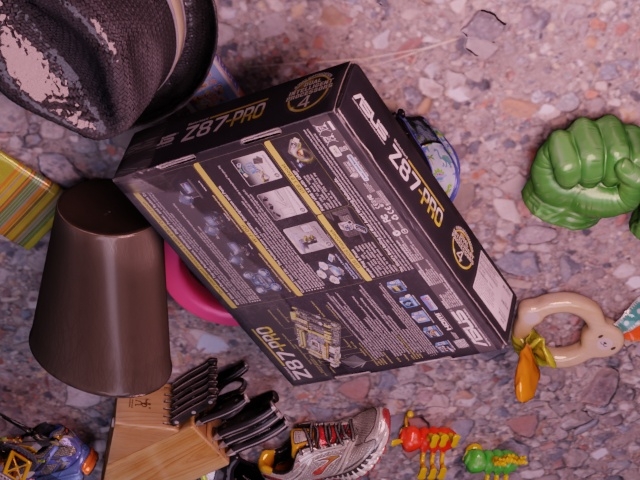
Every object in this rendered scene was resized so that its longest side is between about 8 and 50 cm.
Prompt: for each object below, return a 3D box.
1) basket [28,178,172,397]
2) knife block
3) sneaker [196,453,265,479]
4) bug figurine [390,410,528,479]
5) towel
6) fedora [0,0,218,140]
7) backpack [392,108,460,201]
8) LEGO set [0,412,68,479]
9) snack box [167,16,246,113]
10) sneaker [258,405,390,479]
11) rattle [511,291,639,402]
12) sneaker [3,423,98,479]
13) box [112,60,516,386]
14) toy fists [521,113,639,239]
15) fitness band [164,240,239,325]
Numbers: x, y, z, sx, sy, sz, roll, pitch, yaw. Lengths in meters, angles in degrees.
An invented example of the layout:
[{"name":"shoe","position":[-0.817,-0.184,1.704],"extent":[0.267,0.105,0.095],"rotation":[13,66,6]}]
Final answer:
[{"name":"basket","position":[-0.269,0.051,1.846],"extent":[0.204,0.154,0.227],"rotation":[27,127,26]},{"name":"knife block","position":[-0.178,0.282,2.089],"extent":[0.242,0.088,0.276],"rotation":[9,129,-9]},{"name":"sneaker","position":[-0.117,0.380,2.179],"extent":[0.097,0.084,0.235],"rotation":[-17,129,10]},{"name":"bug figurine","position":[0.177,0.364,2.185],"extent":[0.216,0.072,0.279],"rotation":[7,126,-16]},{"name":"towel","position":[-0.421,-0.082,1.815],"extent":[0.237,0.021,0.102],"rotation":[35,116,-27]},{"name":"fedora","position":[-0.273,-0.223,1.592],"extent":[0.334,0.152,0.334],"rotation":[3,128,3]},{"name":"backpack","position":[0.116,-0.081,1.771],"extent":[0.084,0.114,0.105],"rotation":[0,139,-39]},{"name":"LEGO set","position":[-0.527,0.258,2.010],"extent":[0.331,0.192,0.255],"rotation":[33,139,-21]},{"name":"snack box","position":[-0.144,-0.193,1.725],"extent":[0.064,0.022,0.178],"rotation":[-22,128,17]},{"name":"sneaker","position":[0.006,0.298,2.111],"extent":[0.225,0.088,0.093],"rotation":[-34,123,24]},{"name":"rattle","position":[0.356,0.143,1.964],"extent":[0.199,0.143,0.130],"rotation":[7,112,0]},{"name":"sneaker","position":[-0.426,0.320,2.130],"extent":[0.221,0.083,0.087],"rotation":[-24,110,15]},{"name":"box","position":[0.000,0.000,1.732],"extent":[0.318,0.097,0.395],"rotation":[-16,128,32]},{"name":"toy fists","position":[0.389,-0.066,1.809],"extent":[0.279,0.096,0.142],"rotation":[14,128,-12]},{"name":"fitness band","position":[-0.093,-0.010,1.866],"extent":[0.209,0.054,0.291],"rotation":[10,128,-11]}]
